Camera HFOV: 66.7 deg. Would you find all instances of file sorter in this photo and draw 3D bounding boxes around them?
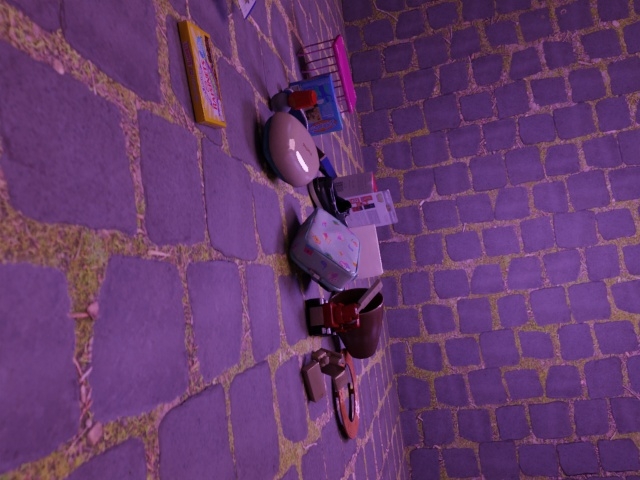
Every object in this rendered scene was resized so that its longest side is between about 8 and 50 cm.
[{"bbox_3d":[0.029,-0.703,2.109,0.202,0.182,0.291,-76,153,-56],"label":"file sorter"}]

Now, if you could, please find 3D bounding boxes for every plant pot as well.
[{"bbox_3d":[0.150,0.336,1.894,0.215,0.215,0.231,-66,149,-67],"label":"plant pot"}]

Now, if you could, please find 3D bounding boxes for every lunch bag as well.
[{"bbox_3d":[0.025,0.032,1.555,0.224,0.108,0.279,39,27,-11],"label":"lunch bag"}]

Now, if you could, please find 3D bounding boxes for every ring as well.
[{"bbox_3d":[0.100,0.587,1.879,0.336,0.032,0.337,-10,90,-77],"label":"ring"}]

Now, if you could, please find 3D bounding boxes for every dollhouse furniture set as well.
[{"bbox_3d":[-0.015,0.409,1.519,0.151,0.123,0.144,-30,115,-38],"label":"dollhouse furniture set"}]

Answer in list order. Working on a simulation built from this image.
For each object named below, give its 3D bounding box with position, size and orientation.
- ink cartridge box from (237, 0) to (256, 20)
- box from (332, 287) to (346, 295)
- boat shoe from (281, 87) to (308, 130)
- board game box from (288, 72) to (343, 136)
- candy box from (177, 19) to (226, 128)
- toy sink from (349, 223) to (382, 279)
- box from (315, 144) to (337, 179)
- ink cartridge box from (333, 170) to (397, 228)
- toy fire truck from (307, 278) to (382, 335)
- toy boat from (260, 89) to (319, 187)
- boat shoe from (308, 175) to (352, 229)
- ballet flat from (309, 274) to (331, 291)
[{"bbox_3d":[-0.257,-0.741,1.183,0.176,0.069,0.371,-84,158,-49],"label":"ink cartridge box"},{"bbox_3d":[0.070,0.105,2.025,0.220,0.051,0.175,-78,155,-59],"label":"box"},{"bbox_3d":[-0.084,-0.453,1.718,0.066,0.066,0.183,-81,158,-56],"label":"boat shoe"},{"bbox_3d":[-0.014,-0.508,1.845,0.047,0.160,0.210,-78,156,-57],"label":"board game box"},{"bbox_3d":[-0.249,-0.346,1.034,0.105,0.027,0.206,-22,103,-73],"label":"candy box"},{"bbox_3d":[0.177,0.054,2.226,0.131,0.152,0.234,162,-82,-76],"label":"toy sink"},{"bbox_3d":[-0.005,-0.310,1.877,0.136,0.036,0.225,47,-2,24],"label":"box"},{"bbox_3d":[0.220,-0.189,2.378,0.309,0.271,0.130,61,24,-57],"label":"ink cartridge box"},{"bbox_3d":[0.096,0.229,1.624,0.217,0.246,0.159,41,43,-70],"label":"toy fire truck"},{"bbox_3d":[-0.096,-0.317,1.468,0.267,0.148,0.318,48,42,-58],"label":"toy boat"},{"bbox_3d":[0.067,-0.135,1.957,0.127,0.113,0.340,-90,156,-47],"label":"boat shoe"},{"bbox_3d":[0.013,0.098,1.692,0.280,0.096,0.095,-72,151,-63],"label":"ballet flat"}]
